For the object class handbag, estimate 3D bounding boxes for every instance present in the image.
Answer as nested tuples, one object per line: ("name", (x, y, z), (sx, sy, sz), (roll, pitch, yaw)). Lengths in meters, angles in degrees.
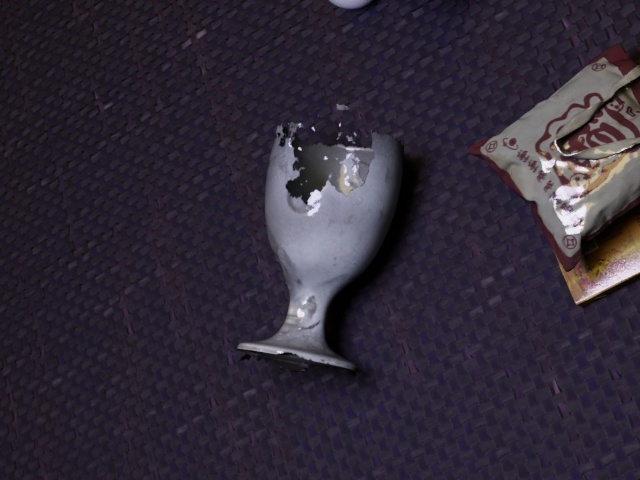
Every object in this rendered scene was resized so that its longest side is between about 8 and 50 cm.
("handbag", (0.336, -0.106, 1.700), (0.235, 0.127, 0.213), (-36, 60, 4))

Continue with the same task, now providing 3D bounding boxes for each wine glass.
("wine glass", (0.000, 0.003, 1.843), (0.190, 0.190, 0.357), (8, 84, 34))

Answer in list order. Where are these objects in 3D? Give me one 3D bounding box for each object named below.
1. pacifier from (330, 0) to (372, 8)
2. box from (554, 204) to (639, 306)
("pacifier", (0.088, -0.445, 1.904), (0.273, 0.220, 0.332), (-16, 44, 29))
("box", (0.373, 0.011, 1.698), (0.156, 0.022, 0.089), (-31, 59, 21))
